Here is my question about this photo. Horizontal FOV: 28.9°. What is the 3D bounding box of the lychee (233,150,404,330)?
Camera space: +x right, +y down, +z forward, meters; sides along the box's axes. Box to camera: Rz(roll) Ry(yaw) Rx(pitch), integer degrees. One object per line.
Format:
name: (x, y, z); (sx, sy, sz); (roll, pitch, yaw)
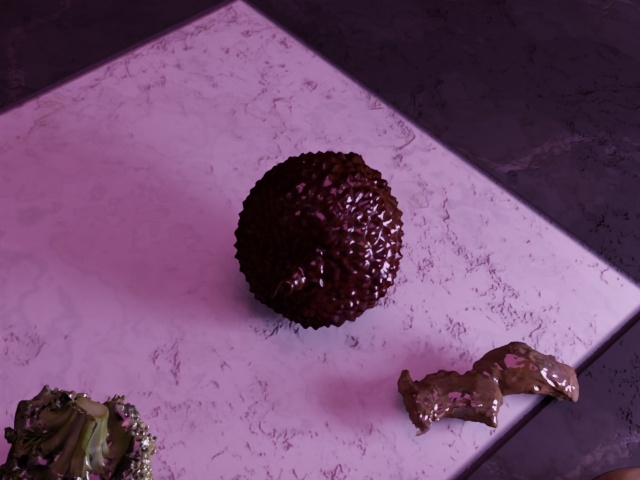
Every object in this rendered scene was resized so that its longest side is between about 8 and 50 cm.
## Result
lychee: (0.000, 0.000, 1.859); (0.264, 0.264, 0.300); (20, 36, 7)

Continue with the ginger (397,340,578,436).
ginger: (0.255, 0.215, 1.828); (0.290, 0.084, 0.122); (-9, 43, -20)

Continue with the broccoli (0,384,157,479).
broccoli: (-0.310, 0.285, 1.585); (0.198, 0.226, 0.176); (5, 90, -8)

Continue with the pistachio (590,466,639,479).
pistachio: (0.430, 0.365, 1.717); (0.186, 0.126, 0.108); (-9, 93, -24)
